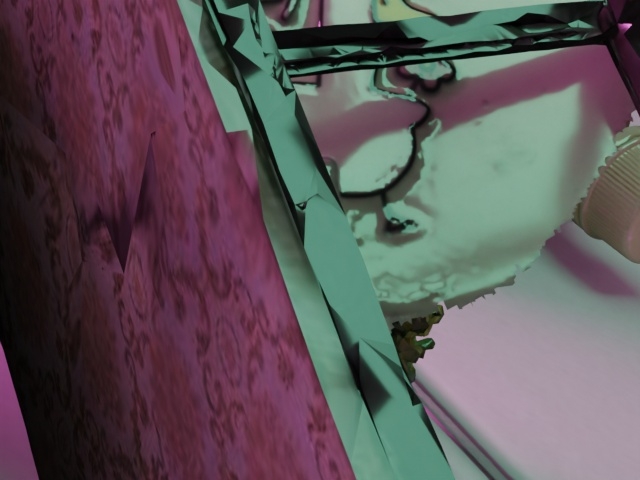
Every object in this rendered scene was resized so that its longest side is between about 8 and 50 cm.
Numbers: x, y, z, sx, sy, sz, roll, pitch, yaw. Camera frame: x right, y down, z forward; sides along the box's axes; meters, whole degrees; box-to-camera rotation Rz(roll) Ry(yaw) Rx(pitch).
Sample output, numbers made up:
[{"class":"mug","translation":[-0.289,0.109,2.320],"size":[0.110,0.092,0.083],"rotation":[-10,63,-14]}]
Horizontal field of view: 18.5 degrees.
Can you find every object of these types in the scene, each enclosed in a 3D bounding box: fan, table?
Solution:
[{"class":"fan","translation":[0.000,0.000,0.652],"size":[0.233,0.012,0.414],"rotation":[0,64,-4]},{"class":"table","translation":[0.081,0.020,0.496],"size":[0.272,0.222,0.335],"rotation":[-9,62,-21]}]

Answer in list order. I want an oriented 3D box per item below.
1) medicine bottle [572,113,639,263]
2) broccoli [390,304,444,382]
[{"class":"medicine bottle","translation":[0.131,-0.078,1.223],"size":[0.114,0.114,0.252],"rotation":[4,31,-45]},{"class":"broccoli","translation":[0.021,-0.084,0.802],"size":[0.252,0.361,0.221],"rotation":[56,-7,8]}]
